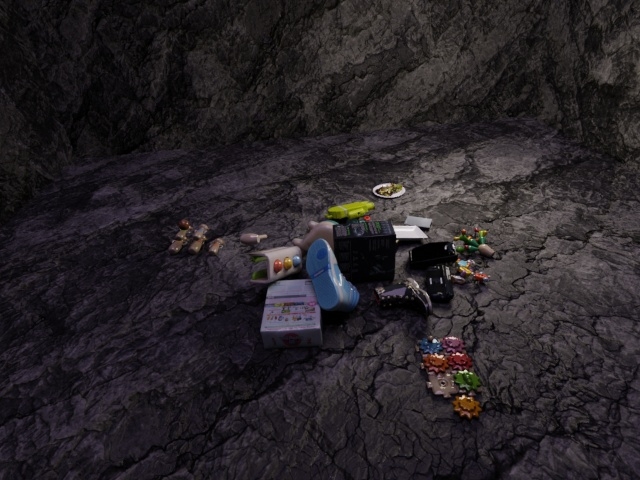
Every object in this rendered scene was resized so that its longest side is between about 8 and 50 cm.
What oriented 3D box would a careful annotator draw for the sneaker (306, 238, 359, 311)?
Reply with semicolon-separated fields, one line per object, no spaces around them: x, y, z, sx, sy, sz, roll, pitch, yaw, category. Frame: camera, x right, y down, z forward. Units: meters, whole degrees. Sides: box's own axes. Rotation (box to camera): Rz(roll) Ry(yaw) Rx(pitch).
0.056;0.157;1.694;0.127;0.208;0.318;-27;57;26;sneaker

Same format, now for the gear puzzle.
0.433;0.439;1.366;0.176;0.044;0.339;-4;32;0;gear puzzle

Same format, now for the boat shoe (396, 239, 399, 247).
0.332;0.037;2.011;0.048;0.056;0.153;26;50;33;boat shoe

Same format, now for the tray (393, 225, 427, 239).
0.392;-0.034;2.097;0.271;0.030;0.145;0;27;-12;tray

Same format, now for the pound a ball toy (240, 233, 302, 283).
-0.196;0.064;1.774;0.136;0.208;0.319;0;5;26;pound a ball toy

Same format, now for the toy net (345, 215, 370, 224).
0.234;-0.075;2.214;0.122;0.045;0.232;-16;35;-21;toy net

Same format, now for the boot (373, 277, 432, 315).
0.330;0.242;1.658;0.179;0.085;0.236;-12;26;-8;boot

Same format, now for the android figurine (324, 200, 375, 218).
0.158;-0.165;2.290;0.273;0.056;0.248;-15;14;-10;android figurine

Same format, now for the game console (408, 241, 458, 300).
0.503;0.131;1.820;0.213;0.044;0.361;-12;36;18;game console

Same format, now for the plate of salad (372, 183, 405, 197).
0.428;-0.322;2.576;0.200;0.048;0.199;-3;33;2;plate of salad

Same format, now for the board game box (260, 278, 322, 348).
-0.105;0.282;1.636;0.224;0.097;0.303;-4;31;3;board game box

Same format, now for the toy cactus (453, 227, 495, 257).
0.750;0.013;1.970;0.219;0.112;0.180;-21;44;-39;toy cactus

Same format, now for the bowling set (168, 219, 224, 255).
-0.650;-0.039;2.131;0.287;0.199;0.154;4;32;6;bowling set

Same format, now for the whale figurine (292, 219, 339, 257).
0.000;0.000;1.986;0.272;0.216;0.141;-19;11;30;whale figurine

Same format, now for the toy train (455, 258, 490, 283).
0.662;0.141;1.818;0.125;0.046;0.166;8;25;-11;toy train

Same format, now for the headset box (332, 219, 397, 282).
0.202;0.050;1.824;0.283;0.246;0.131;-5;33;1;headset box

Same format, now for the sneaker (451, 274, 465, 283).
0.591;0.168;1.799;0.083;0.031;0.037;19;22;29;sneaker

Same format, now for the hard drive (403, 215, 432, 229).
0.527;-0.095;2.225;0.135;0.022;0.094;10;35;22;hard drive
